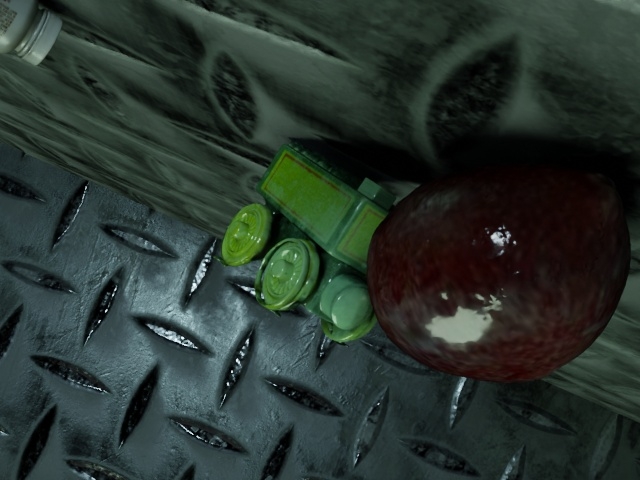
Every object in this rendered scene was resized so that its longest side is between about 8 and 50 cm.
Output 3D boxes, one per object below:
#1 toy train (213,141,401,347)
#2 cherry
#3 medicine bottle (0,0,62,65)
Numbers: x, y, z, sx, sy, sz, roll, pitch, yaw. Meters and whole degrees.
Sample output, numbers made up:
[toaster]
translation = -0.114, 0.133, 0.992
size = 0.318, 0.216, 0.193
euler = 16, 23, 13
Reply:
[toy train]
translation = 0.000, 0.000, 0.870
size = 0.159, 0.188, 0.271
euler = 30, -173, -35
[cherry]
translation = 0.168, 0.028, 0.676
size = 0.230, 0.203, 0.300
euler = 18, 151, -14
[medicine bottle]
translation = -0.358, -0.254, 0.769
size = 0.140, 0.079, 0.079
euler = 30, 169, -35
